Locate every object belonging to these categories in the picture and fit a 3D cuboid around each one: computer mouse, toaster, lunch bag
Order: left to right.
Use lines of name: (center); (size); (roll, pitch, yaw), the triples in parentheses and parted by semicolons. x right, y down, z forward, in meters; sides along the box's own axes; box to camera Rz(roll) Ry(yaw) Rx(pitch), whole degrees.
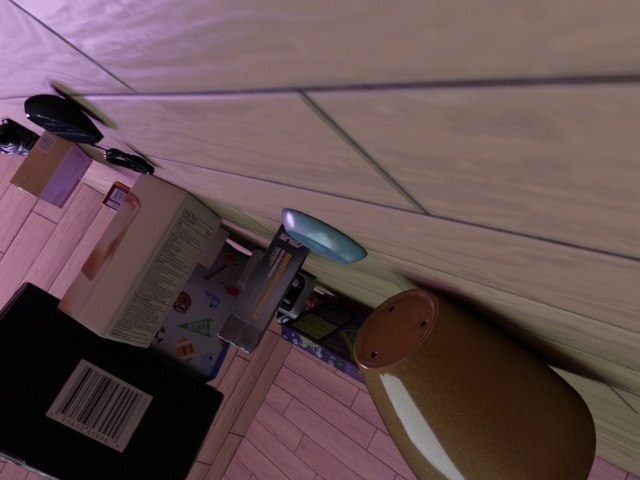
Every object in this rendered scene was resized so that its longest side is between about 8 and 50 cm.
computer mouse: (-0.318, -0.149, 0.775); (0.071, 0.041, 0.242); (8, 170, 18)
lunch bag: (-0.357, 0.133, 1.378); (0.328, 0.385, 0.239); (35, 143, -18)
toaster: (-0.112, 0.103, 1.305); (0.168, 0.110, 0.186); (30, 171, -4)

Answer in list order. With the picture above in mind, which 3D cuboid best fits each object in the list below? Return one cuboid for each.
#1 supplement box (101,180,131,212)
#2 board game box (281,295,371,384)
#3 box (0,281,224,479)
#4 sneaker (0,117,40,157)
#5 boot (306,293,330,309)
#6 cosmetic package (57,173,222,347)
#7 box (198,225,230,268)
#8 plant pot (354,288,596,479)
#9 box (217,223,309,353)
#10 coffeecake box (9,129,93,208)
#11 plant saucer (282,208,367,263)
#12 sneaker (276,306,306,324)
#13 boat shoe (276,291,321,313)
supplement box: (-0.600, -0.115, 1.657); (0.104, 0.080, 0.188); (30, 171, -14)
board game box: (0.099, 0.247, 1.300); (0.347, 0.056, 0.208); (22, -146, 36)
box: (-0.559, 0.369, 1.209); (0.480, 0.297, 0.472); (38, 147, -21)
sneaker: (-0.877, -0.292, 1.503); (0.228, 0.087, 0.130); (19, 166, 31)
boot: (0.017, 0.226, 1.486); (0.176, 0.088, 0.244); (29, -163, 12)
cosmetic package: (-0.337, 0.039, 1.031); (0.129, 0.296, 0.153); (25, 169, 24)
box: (-0.287, -0.007, 1.244); (0.087, 0.102, 0.101); (18, 165, 41)
plant pot: (0.162, 0.186, 0.665); (0.254, 0.237, 0.237); (47, 165, -21)
box: (-0.083, 0.081, 0.857); (0.056, 0.183, 0.231); (28, 170, 0)
coffeecake box: (-0.605, -0.158, 1.225); (0.068, 0.142, 0.185); (30, 171, -7)
plant saucer: (0.000, 0.000, 0.665); (0.119, 0.021, 0.119); (28, 171, 5)
sneaker: (-0.094, 0.155, 1.480); (0.234, 0.084, 0.097); (-101, -13, -79)
boat shoe: (-0.018, 0.211, 1.694); (0.335, 0.121, 0.119); (26, 158, -21)
